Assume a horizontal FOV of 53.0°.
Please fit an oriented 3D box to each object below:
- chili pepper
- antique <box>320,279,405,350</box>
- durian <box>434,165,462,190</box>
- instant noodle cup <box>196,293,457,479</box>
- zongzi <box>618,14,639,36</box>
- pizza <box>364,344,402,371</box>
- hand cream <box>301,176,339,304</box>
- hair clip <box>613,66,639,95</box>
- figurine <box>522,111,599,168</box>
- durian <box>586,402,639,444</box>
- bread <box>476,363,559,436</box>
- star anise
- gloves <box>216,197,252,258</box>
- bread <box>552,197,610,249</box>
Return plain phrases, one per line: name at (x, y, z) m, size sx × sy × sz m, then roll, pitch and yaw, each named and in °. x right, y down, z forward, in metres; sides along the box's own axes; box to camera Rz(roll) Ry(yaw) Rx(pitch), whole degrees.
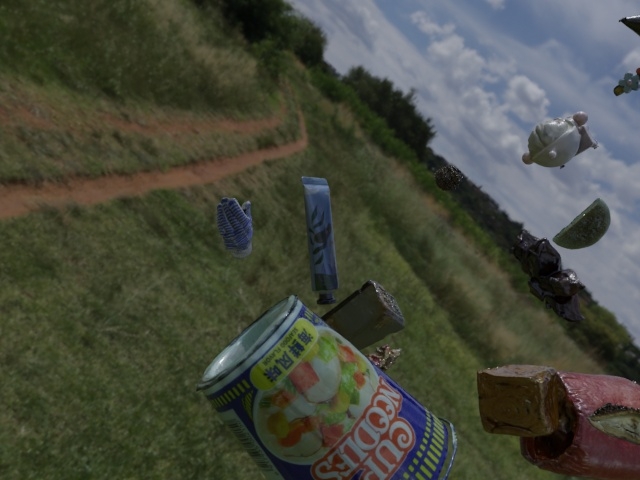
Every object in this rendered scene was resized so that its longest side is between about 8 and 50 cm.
chili pepper at (0.630, 0.422, 1.479) m, size 0.305 × 0.229 × 0.251 m, roll 15°, pitch 64°, yaw -24°
antique at (0.095, 0.255, 1.909) m, size 0.150 × 0.284 × 0.125 m, roll 36°, pitch 25°, yaw -49°
durian at (0.361, -0.178, 1.835) m, size 0.091 × 0.080 × 0.080 m, roll 12°, pitch -21°, yaw 50°
instant noodle cup at (-0.006, 0.256, 0.939) m, size 0.312 × 0.284 × 0.284 m, roll 48°, pitch 6°, yaw -7°
zongzi at (0.821, -0.520, 1.425) m, size 0.242 × 0.221 × 0.112 m, roll 27°, pitch 24°, yaw -15°
pizza at (0.087, 0.281, 1.370) m, size 0.062 × 0.199 × 0.188 m, roll 52°, pitch -6°, yaw -6°
hand cream at (0.000, 0.000, 1.363) m, size 0.091 × 0.058 × 0.271 m, roll -3°, pitch 87°, yaw -52°
hair clip at (0.869, -0.450, 1.682) m, size 0.056 × 0.214 × 0.062 m, roll 1°, pitch 61°, yaw -55°
figurine at (0.626, -0.255, 1.706) m, size 0.257 × 0.182 × 0.144 m, roll -17°, pitch 97°, yaw -48°
durian at (0.569, 0.340, 1.204) m, size 0.130 × 0.066 × 0.052 m, roll 16°, pitch -5°, yaw 12°
bread at (0.435, 0.347, 1.403) m, size 0.143 × 0.158 × 0.149 m, roll -2°, pitch 83°, yaw -54°
star anise at (0.543, 0.088, 1.540) m, size 0.214 × 0.099 × 0.220 m, roll 59°, pitch -1°, yaw -29°
gloves at (-0.242, -0.037, 1.867) m, size 0.097 × 0.119 × 0.229 m, roll 33°, pitch -30°, yaw 35°
bread at (0.836, -0.031, 2.004) m, size 0.112 × 0.193 × 0.036 m, roll 37°, pitch 24°, yaw -15°
